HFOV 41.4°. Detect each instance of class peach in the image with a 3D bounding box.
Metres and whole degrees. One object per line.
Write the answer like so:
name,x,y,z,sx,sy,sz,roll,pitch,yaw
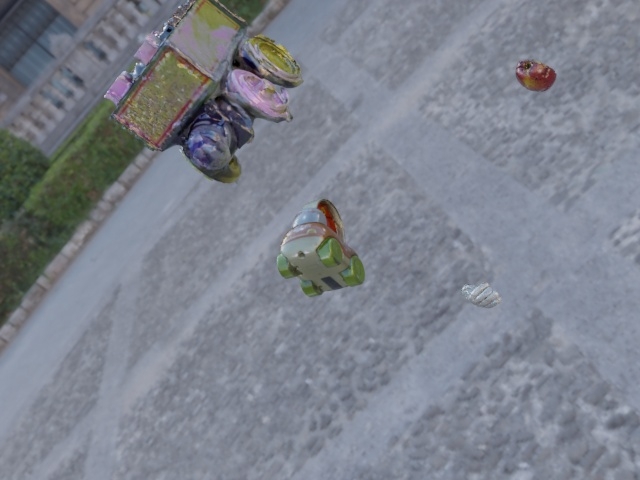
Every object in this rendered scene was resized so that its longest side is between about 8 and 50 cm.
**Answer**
peach,0.442,-0.335,1.745,0.077,0.083,0.050,11,84,45

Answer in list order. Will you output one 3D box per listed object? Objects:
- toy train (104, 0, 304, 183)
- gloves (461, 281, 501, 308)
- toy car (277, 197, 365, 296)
toy train,-0.126,-0.183,0.994,0.134,0.177,0.261,-46,17,25
gloves,0.235,0.080,1.242,0.081,0.044,0.037,174,101,-67
toy car,0.000,0.000,1.999,0.145,0.235,0.235,-16,34,24
